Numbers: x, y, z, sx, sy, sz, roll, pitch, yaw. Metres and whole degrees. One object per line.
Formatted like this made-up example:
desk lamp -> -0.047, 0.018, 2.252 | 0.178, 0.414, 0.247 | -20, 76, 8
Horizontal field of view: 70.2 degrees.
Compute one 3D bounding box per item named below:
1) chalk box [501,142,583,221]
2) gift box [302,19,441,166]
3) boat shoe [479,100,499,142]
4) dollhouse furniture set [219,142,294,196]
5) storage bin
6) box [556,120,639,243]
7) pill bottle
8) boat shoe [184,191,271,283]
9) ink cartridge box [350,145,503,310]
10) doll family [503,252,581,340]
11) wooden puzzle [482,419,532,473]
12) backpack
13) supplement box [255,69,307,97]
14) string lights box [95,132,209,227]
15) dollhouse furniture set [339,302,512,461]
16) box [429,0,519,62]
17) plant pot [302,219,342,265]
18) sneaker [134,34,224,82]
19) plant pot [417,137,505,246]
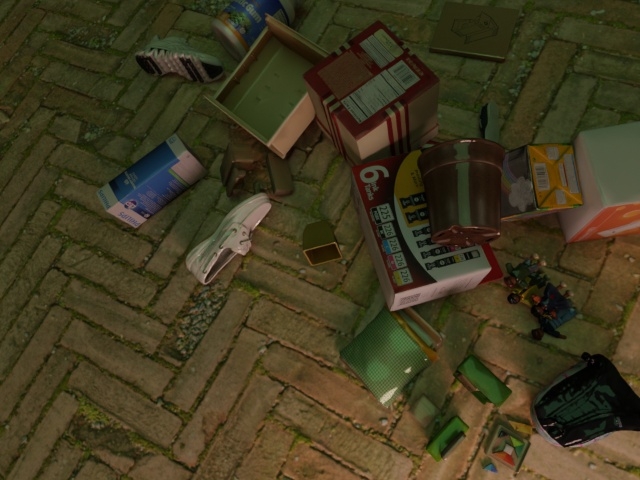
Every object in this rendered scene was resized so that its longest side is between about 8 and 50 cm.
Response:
chalk box -> 0.409, -0.110, 0.964 | 0.131, 0.213, 0.133 | -6, 86, -23
gift box -> 0.147, -0.311, 1.078 | 0.276, 0.258, 0.255 | -31, 70, 0
boat shoe -> 0.415, -0.283, 1.131 | 0.046, 0.038, 0.125 | 11, 76, -28
dollhouse furniture set -> -0.175, -0.164, 1.225 | 0.151, 0.123, 0.144 | -4, 67, -26
storage bin -> -0.123, -0.396, 1.168 | 0.260, 0.123, 0.262 | 39, 94, 18
box -> 0.687, -0.127, 0.921 | 0.344, 0.215, 0.169 | -8, 70, 8
pill bottle -> -0.171, -0.657, 1.320 | 0.272, 0.152, 0.152 | -46, 69, -4
boat shoe -> -0.214, 0.000, 1.146 | 0.277, 0.098, 0.096 | -45, 69, 5
ink cartridge box -> 0.236, -0.038, 1.001 | 0.271, 0.130, 0.310 | -15, 66, -4
doll family -> 0.461, 0.126, 0.967 | 0.111, 0.076, 0.193 | -37, 71, -7
wooden puzzle -> 0.378, 0.418, 0.919 | 0.078, 0.014, 0.117 | 20, 78, 18
backpack -> 0.499, 0.322, 0.872 | 0.181, 0.115, 0.152 | -31, 57, 2
supplement box -> -0.045, -0.443, 1.264 | 0.239, 0.073, 0.130 | 26, 80, 18
string lights box -> -0.445, -0.156, 1.223 | 0.259, 0.133, 0.077 | -37, 69, -2
dollhouse furniture set -> 0.192, 0.269, 0.934 | 0.197, 0.151, 0.301 | -45, 69, -5
box -> 0.416, -0.569, 1.235 | 0.201, 0.021, 0.165 | 16, 76, 17
plant pot -> 0.000, 0.000, 1.107 | 0.081, 0.081, 0.083 | -16, 57, 7
sneaker -> -0.415, -0.558, 1.371 | 0.291, 0.110, 0.118 | 16, 67, 16
plant pot -> 0.272, -0.082, 0.868 | 0.166, 0.167, 0.165 | -2, 72, 11
